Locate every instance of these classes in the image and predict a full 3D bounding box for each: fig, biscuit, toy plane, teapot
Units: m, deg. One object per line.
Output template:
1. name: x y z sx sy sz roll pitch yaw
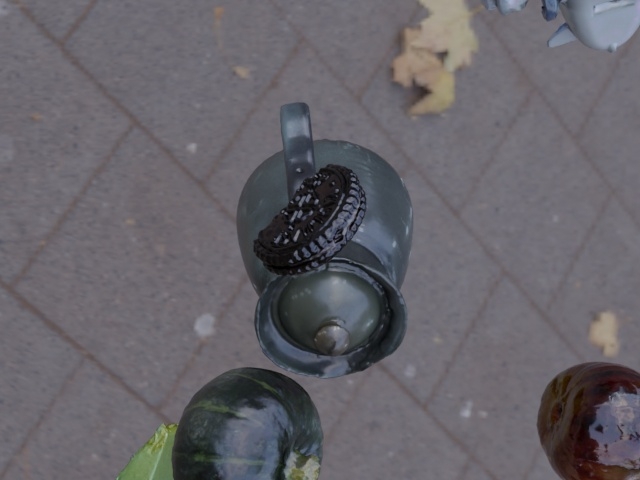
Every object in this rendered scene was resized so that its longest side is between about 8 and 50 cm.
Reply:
1. fig: 0.341 0.213 1.514 0.149 0.202 0.148 11 81 -70
2. biscuit: -0.007 -0.014 0.953 0.027 0.089 0.087 48 28 -34
3. toy plane: 0.306 -0.294 1.469 0.267 0.267 0.122 5 62 -37
4. teapot: 0.021 0.009 1.584 0.223 0.285 0.305 13 126 -12

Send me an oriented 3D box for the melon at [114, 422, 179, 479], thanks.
1. melon: -0.148 0.236 1.516 0.262 0.053 0.114 -17 123 -61

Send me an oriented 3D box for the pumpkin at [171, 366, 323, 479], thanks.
1. pumpkin: -0.063 0.197 1.233 0.167 0.125 0.167 25 57 -45
